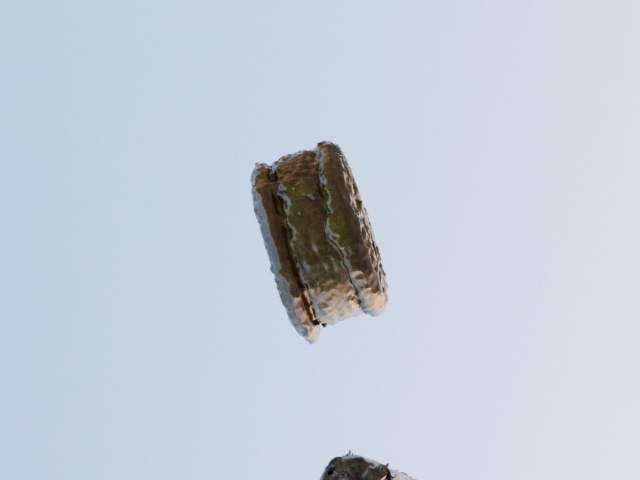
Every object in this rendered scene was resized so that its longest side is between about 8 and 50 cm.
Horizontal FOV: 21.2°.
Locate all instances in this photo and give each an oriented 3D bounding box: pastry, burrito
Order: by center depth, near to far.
[{"bbox_3d":[0.034,0.149,0.991,0.045,0.041,0.185,19,175,18],"label":"burrito"},{"bbox_3d":[0.000,0.000,1.673,0.189,0.103,0.188,-18,-90,-86],"label":"pastry"}]
